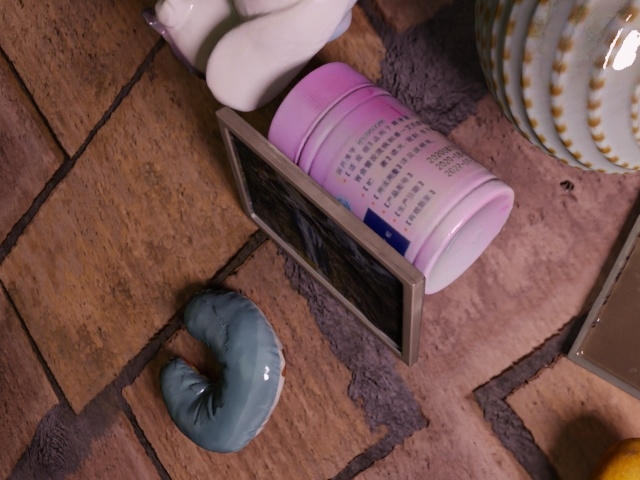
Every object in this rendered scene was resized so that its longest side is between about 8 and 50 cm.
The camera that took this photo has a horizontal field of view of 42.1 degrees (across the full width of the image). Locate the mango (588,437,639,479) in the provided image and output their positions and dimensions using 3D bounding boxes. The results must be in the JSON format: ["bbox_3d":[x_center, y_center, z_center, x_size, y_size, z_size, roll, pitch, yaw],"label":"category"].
[{"bbox_3d":[0.357,0.324,0.836,0.157,0.109,0.262,-31,74,44],"label":"mango"}]

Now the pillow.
[{"bbox_3d":[-0.145,0.184,1.183,0.214,0.086,0.233,34,113,32],"label":"pillow"}]

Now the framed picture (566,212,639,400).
[{"bbox_3d":[0.380,0.061,0.833,0.184,0.016,0.249,30,114,28],"label":"framed picture"}]

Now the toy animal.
[{"bbox_3d":[-0.082,-0.308,1.006,0.289,0.174,0.249,-42,74,33],"label":"toy animal"}]

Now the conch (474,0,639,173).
[{"bbox_3d":[0.261,-0.232,0.759,0.319,0.215,0.303,44,109,21],"label":"conch"}]

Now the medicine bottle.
[{"bbox_3d":[0.074,-0.075,0.944,0.254,0.152,0.152,42,118,23],"label":"medicine bottle"}]

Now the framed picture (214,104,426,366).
[{"bbox_3d":[0.000,0.000,0.996,0.324,0.020,0.240,42,162,22],"label":"framed picture"}]
